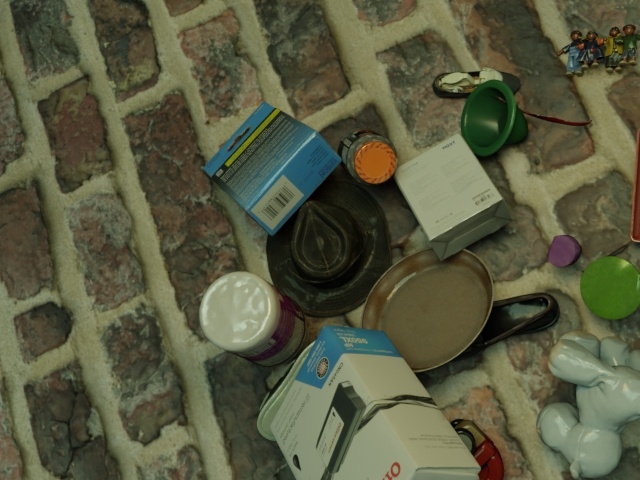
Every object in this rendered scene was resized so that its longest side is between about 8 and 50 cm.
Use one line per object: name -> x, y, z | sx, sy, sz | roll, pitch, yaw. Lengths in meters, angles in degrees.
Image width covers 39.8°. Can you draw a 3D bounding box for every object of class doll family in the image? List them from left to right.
doll family -> 0.627, -0.433, 1.983 | 0.193, 0.076, 0.111 | 0, 77, 21

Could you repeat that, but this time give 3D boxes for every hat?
hat -> 0.000, 0.000, 2.011 | 0.331, 0.134, 0.331 | -5, 72, 17
hat -> 0.451, -0.258, 2.008 | 0.208, 0.184, 0.173 | 55, 129, 50

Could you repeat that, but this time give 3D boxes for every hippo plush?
hippo plush -> 0.555, 0.335, 1.715 | 0.294, 0.234, 0.236 | 32, 115, 40

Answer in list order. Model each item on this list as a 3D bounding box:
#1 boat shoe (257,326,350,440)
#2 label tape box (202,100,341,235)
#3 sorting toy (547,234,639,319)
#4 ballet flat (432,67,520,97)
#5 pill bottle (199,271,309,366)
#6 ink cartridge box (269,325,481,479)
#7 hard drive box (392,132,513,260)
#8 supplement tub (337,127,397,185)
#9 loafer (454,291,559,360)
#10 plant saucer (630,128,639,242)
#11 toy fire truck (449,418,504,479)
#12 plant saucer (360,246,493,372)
boat shoe -> -0.031, 0.303, 1.941 | 0.302, 0.091, 0.114 | -43, 96, -3
label tape box -> -0.122, -0.180, 2.101 | 0.240, 0.106, 0.334 | -47, 31, -1
sorting toy -> 0.629, 0.106, 1.792 | 0.365, 0.126, 0.127 | 41, 116, 28
ballet flat -> 0.357, -0.366, 2.049 | 0.203, 0.074, 0.074 | 1, 73, 18
pill bottle -> -0.127, 0.180, 1.899 | 0.169, 0.301, 0.169 | -5, 72, 16
ink cartridge box -> 0.090, 0.398, 1.704 | 0.285, 0.166, 0.395 | -63, 37, 23
hard drive box -> 0.285, -0.099, 1.939 | 0.181, 0.089, 0.232 | -29, 49, 7
supplement tub -> 0.107, -0.188, 1.993 | 0.117, 0.190, 0.117 | -2, 104, -8
loafer -> 0.351, 0.172, 1.861 | 0.303, 0.095, 0.109 | -20, 70, 11
plant saucer -> 0.788, -0.105, 1.839 | 0.259, 0.048, 0.258 | 4, 74, 18
toy fire truck -> 0.296, 0.515, 1.758 | 0.217, 0.158, 0.246 | -45, 85, 6
plant saucer -> 0.231, 0.151, 1.882 | 0.311, 0.050, 0.310 | -21, 46, 23
